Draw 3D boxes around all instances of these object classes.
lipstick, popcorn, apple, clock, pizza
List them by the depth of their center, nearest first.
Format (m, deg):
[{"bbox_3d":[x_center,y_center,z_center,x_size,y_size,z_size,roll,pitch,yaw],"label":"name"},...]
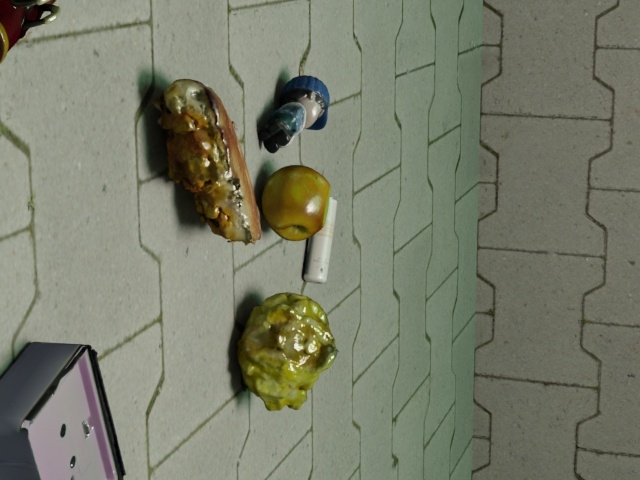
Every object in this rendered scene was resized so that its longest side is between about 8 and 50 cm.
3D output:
[{"bbox_3d":[-0.268,0.216,1.291,0.144,0.073,0.193,-59,148,-54],"label":"clock"},{"bbox_3d":[-0.138,-0.090,1.604,0.305,0.086,0.161,72,7,-54],"label":"pizza"},{"bbox_3d":[-0.052,0.161,1.868,0.173,0.142,0.173,-176,-90,-83],"label":"popcorn"},{"bbox_3d":[-0.038,-0.052,1.897,0.114,0.099,0.102,98,1,-54],"label":"apple"},{"bbox_3d":[0.000,0.000,2.118,0.040,0.040,0.141,35,61,-69],"label":"lipstick"}]

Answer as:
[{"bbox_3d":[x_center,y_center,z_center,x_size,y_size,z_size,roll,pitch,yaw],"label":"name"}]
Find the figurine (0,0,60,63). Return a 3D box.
[{"bbox_3d":[-0.272,-0.216,1.148,0.154,0.098,0.082,-62,147,-45],"label":"figurine"}]

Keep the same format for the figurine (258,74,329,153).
[{"bbox_3d":[-0.041,-0.185,1.916,0.087,0.086,0.149,50,43,-5],"label":"figurine"}]
